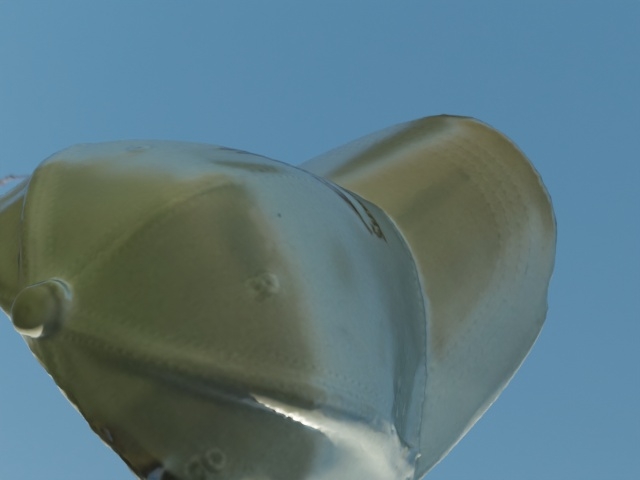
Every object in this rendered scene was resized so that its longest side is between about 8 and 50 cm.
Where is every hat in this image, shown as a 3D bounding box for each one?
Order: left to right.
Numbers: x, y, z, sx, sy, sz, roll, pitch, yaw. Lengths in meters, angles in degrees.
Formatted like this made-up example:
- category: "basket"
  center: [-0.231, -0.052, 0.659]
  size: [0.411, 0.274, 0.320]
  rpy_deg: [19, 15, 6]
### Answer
- category: "hat"
  center: [-0.004, 0.006, 0.496]
  size: [0.301, 0.168, 0.258]
  rpy_deg: [-33, -120, -26]
